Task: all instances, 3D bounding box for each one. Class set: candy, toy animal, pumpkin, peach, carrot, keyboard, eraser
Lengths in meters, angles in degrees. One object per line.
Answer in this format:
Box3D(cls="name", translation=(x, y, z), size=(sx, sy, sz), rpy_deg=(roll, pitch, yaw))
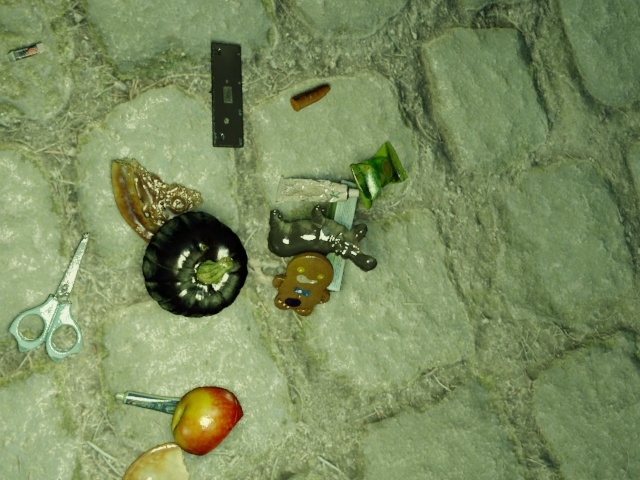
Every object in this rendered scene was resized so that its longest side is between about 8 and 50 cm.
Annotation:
Box3D(cls="candy", translation=(0.178, -0.207, 2.032), size=(0.246, 0.069, 0.149), rpy_deg=(-35, 105, -38))
Box3D(cls="toy animal", translation=(0.008, -0.016, 1.893), size=(0.342, 0.106, 0.169), rpy_deg=(9, 83, 13))
Box3D(cls="pumpkin", translation=(-0.331, 0.078, 1.765), size=(0.295, 0.296, 0.296), rpy_deg=(1, 85, -16))
Box3D(cls="peach", translation=(-0.307, 0.499, 1.788), size=(0.192, 0.190, 0.190), rpy_deg=(16, 81, -23))
Box3D(cls="carrot", translation=(-0.025, -0.448, 2.019), size=(0.139, 0.048, 0.048), rpy_deg=(-29, 94, -18))
Box3D(cls="keyboard", translation=(-0.285, -0.434, 1.952), size=(0.106, 0.027, 0.317), rpy_deg=(0, 85, -20))
Box3D(cls="eraser", translation=(-0.818, -0.524, 1.806), size=(0.099, 0.019, 0.027), rpy_deg=(-23, 92, -18))

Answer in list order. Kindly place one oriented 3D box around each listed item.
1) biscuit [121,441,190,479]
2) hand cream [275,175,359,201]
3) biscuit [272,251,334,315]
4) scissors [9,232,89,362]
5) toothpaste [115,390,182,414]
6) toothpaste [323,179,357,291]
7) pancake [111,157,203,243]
Box3D(cls="biscuit", translation=(-0.458, 0.724, 1.795), size=(0.204, 0.040, 0.309), rpy_deg=(-6, 87, -17))
Box3D(cls="hand cream", translation=(-0.010, -0.147, 1.946), size=(0.256, 0.050, 0.084), rpy_deg=(6, 83, 13))
Box3D(cls="biscuit", translation=(-0.049, 0.129, 1.890), size=(0.179, 0.039, 0.236), rpy_deg=(17, 125, -11))
Box3D(cls="scissors", translation=(-0.704, 0.147, 1.780), size=(0.191, 0.029, 0.361), rpy_deg=(21, 78, -18))
Box3D(cls="toothpaste", translation=(-0.474, 0.451, 1.818), size=(0.197, 0.035, 0.057), rpy_deg=(15, 97, -16))
Box3D(cls="toothpaste", translation=(0.051, -0.012, 1.985), size=(0.067, 0.081, 0.337), rpy_deg=(14, 82, -14))
Box3D(cls="pancake", translation=(-0.460, -0.123, 1.857), size=(0.244, 0.057, 0.266), rpy_deg=(-12, 89, -17))
